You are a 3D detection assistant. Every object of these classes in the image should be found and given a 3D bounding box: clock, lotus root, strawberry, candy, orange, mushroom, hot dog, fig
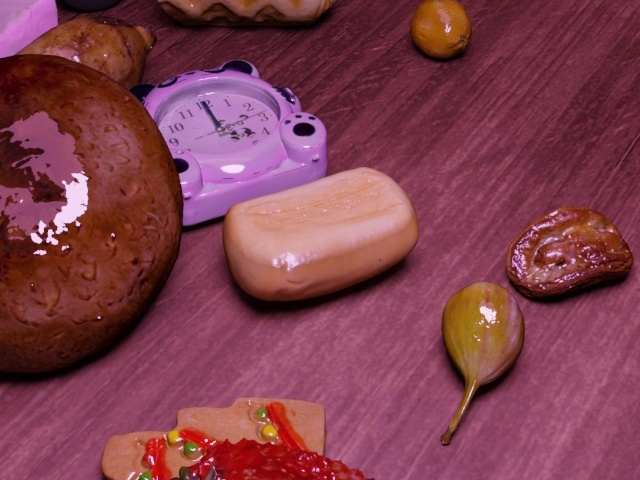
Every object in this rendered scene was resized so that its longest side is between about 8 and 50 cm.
[{"bbox_3d":[-0.129,-0.132,1.305,0.227,0.090,0.248,-18,45,-18],"label":"clock"},{"bbox_3d":[-0.317,-0.219,1.360,0.260,0.128,0.145,-36,14,-32],"label":"lotus root"},{"bbox_3d":[-0.013,0.227,0.893,0.208,0.087,0.167,-9,56,-25],"label":"strawberry"},{"bbox_3d":[-0.481,-0.247,1.408,0.155,0.116,0.265,19,49,15],"label":"candy"},{"bbox_3d":[0.174,-0.302,1.482,0.085,0.085,0.095,-28,48,-26],"label":"orange"},{"bbox_3d":[-0.307,-0.030,1.095,0.345,0.345,0.239,9,3,9],"label":"mushroom"},{"bbox_3d":[0.280,0.015,1.167,0.147,0.065,0.099,-11,54,-14],"label":"hot dog"},{"bbox_3d":[0.166,0.127,1.058,0.093,0.093,0.166,1,72,1],"label":"fig"}]

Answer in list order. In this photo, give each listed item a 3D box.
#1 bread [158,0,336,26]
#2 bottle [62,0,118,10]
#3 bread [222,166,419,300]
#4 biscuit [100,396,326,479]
[{"bbox_3d":[-0.104,-0.380,1.535,0.267,0.130,0.152,1,39,-1],"label":"bread"},{"bbox_3d":[-0.386,-0.477,1.633,0.156,0.143,0.271,-41,49,14],"label":"bottle"},{"bbox_3d":[0.000,0.000,1.157,0.217,0.098,0.147,-14,44,-17],"label":"bread"},{"bbox_3d":[-0.086,0.219,0.972,0.238,0.041,0.212,-33,51,-28],"label":"biscuit"}]
